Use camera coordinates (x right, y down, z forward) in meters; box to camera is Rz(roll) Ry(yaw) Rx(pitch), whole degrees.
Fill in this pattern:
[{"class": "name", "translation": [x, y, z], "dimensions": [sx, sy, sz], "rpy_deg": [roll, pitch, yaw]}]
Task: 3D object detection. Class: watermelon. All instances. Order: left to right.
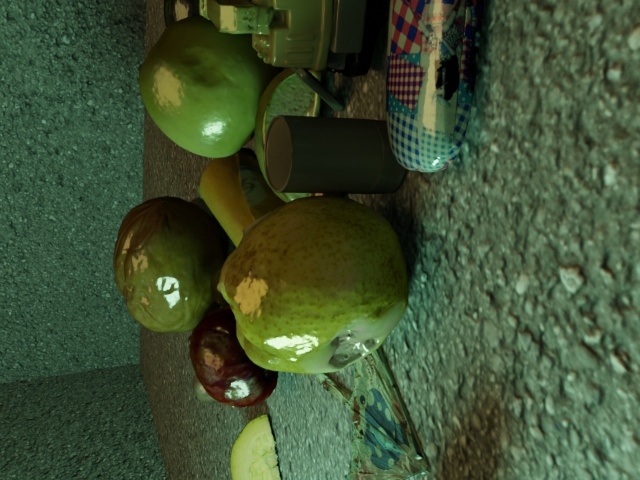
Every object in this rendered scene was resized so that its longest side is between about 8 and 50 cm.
[{"class": "watermelon", "translation": [-0.395, -0.100, 1.797], "dimensions": [0.098, 0.159, 0.121], "rpy_deg": [121, 165, -52]}, {"class": "watermelon", "translation": [-0.252, -0.516, 1.331], "dimensions": [0.212, 0.212, 0.212], "rpy_deg": [176, 90, -65]}]

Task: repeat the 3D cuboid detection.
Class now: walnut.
[{"class": "walnut", "translation": [-0.415, 0.066, 1.643], "dimensions": [0.354, 0.308, 0.397], "rpy_deg": [41, 137, 41]}]

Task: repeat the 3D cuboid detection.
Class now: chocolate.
[{"class": "chocolate", "translation": [-0.104, -0.031, 1.186], "dimensions": [0.445, 0.162, 0.162], "rpy_deg": [49, 137, 45]}]

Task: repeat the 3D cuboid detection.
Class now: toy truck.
[{"class": "toy truck", "translation": [-0.069, -0.389, 0.917], "dimensions": [0.405, 0.254, 0.180], "rpy_deg": [-123, 33, -51]}]

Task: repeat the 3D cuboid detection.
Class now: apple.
[{"class": "apple", "translation": [-0.225, -0.312, 1.196], "dimensions": [0.292, 0.254, 0.292], "rpy_deg": [-51, 11, 13]}, {"class": "apple", "translation": [-0.068, -0.198, 1.097], "dimensions": [0.193, 0.120, 0.264], "rpy_deg": [-139, 52, -71]}]

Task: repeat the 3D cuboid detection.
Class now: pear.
[{"class": "pear", "translation": [-0.009, 0.065, 0.830], "dimensions": [0.271, 0.271, 0.270], "rpy_deg": [176, 90, -65]}]

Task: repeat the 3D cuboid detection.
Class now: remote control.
[{"class": "remote control", "translation": [-0.006, -0.252, 0.955], "dimensions": [0.018, 0.124, 0.053], "rpy_deg": [-45, 56, 13]}]

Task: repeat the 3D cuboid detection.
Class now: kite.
[{"class": "kite", "translation": [0.071, 0.297, 0.986], "dimensions": [0.368, 0.014, 0.405], "rpy_deg": [-159, 68, -62]}]

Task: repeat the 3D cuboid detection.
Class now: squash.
[{"class": "squash", "translation": [-0.148, 0.575, 1.494], "dimensions": [0.204, 0.155, 0.236], "rpy_deg": [-21, 69, 26]}]

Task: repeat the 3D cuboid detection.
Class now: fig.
[{"class": "fig", "translation": [-0.190, 0.248, 1.316], "dimensions": [0.263, 0.224, 0.223], "rpy_deg": [-142, 53, -62]}, {"class": "fig", "translation": [-0.184, 0.055, 1.424], "dimensions": [0.124, 0.124, 0.236], "rpy_deg": [8, 77, 64]}]

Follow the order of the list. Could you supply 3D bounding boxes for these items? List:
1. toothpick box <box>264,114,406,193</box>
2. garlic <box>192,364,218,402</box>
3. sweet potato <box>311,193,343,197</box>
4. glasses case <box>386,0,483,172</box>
[{"class": "toothpick box", "translation": [0.022, -0.120, 0.833], "dimensions": [0.111, 0.181, 0.111], "rpy_deg": [10, 101, 64]}, {"class": "garlic", "translation": [-0.252, 0.314, 1.508], "dimensions": [0.191, 0.160, 0.213], "rpy_deg": [29, 123, 55]}, {"class": "sweet potato", "translation": [0.020, -0.013, 1.000], "dimensions": [0.078, 0.058, 0.255], "rpy_deg": [-18, 80, 46]}, {"class": "glasses case", "translation": [0.133, -0.245, 0.699], "dimensions": [0.125, 0.076, 0.327], "rpy_deg": [-152, 62, -63]}]
